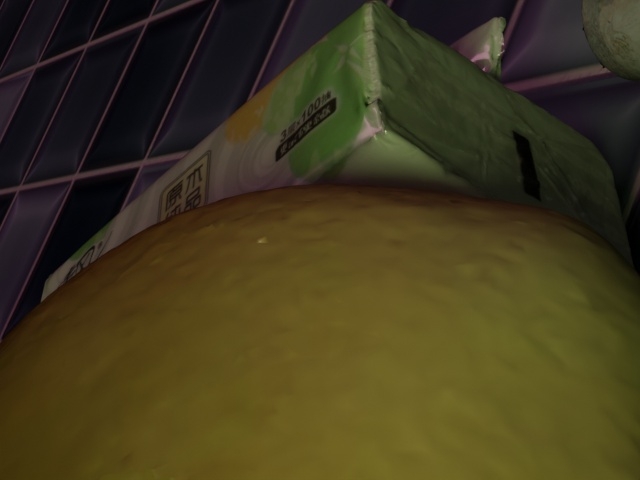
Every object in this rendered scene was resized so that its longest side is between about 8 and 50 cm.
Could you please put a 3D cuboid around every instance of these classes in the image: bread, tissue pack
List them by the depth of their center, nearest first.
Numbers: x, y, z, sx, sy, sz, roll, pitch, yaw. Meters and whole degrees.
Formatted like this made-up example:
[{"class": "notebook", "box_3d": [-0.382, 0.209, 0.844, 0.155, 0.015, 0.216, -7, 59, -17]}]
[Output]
[{"class": "bread", "box_3d": [-0.022, 0.171, 0.531, 0.348, 0.253, 0.376, -38, 34, 34]}, {"class": "tissue pack", "box_3d": [0.000, 0.000, 0.731, 0.229, 0.159, 0.145, -38, 38, 32]}]

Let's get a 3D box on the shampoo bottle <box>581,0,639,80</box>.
[{"class": "shampoo bottle", "box_3d": [0.188, -0.099, 0.634, 0.214, 0.072, 0.072, 6, 69, 64]}]
